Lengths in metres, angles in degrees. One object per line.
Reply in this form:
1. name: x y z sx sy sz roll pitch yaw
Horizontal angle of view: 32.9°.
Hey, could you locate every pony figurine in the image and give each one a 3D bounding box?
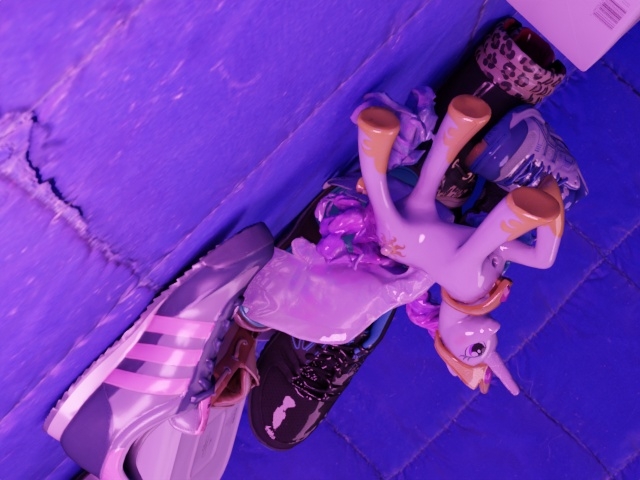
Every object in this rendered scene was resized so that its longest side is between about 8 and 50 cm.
1. pony figurine: 0.103 0.000 1.224 0.303 0.351 0.363 -46 156 -34

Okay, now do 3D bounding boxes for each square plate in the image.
1. square plate: -0.198 0.311 1.720 0.344 0.049 0.347 -31 140 -66

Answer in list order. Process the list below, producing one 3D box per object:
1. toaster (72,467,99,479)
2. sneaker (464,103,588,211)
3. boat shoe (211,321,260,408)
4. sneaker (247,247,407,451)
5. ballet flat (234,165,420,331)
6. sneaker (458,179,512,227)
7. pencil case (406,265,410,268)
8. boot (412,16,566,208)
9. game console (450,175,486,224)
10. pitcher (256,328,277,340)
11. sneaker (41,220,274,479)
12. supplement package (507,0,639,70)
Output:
1. toaster: -0.391 0.453 1.709 0.185 0.110 0.168 -41 173 -38
2. sneaker: 0.299 -0.101 1.483 0.112 0.131 0.296 -45 162 23
3. boat shoe: -0.145 0.172 1.449 0.122 0.120 0.324 -47 174 20
4. sneaker: 0.006 0.143 1.500 0.341 0.125 0.139 -61 -169 1
5. ballet flat: 0.000 0.000 1.467 0.316 0.107 0.106 -37 -175 -8
6. sneaker: 0.283 -0.050 1.747 0.153 0.101 0.268 -57 175 11
7. pencil case: 0.162 -0.023 2.048 0.183 0.160 0.410 -34 175 6
8. boot: 0.235 -0.187 1.608 0.284 0.138 0.377 -48 168 23
9. game console: 0.348 -0.112 2.177 0.173 0.250 0.293 -23 -145 23
10. pitcher: -0.047 0.093 1.693 0.177 0.125 0.207 -22 -178 43
11. sneaker: -0.138 0.124 1.128 0.319 0.131 0.112 -46 174 8
12. supplement package: 0.341 -0.337 1.208 0.203 0.149 0.194 -41 173 -26
